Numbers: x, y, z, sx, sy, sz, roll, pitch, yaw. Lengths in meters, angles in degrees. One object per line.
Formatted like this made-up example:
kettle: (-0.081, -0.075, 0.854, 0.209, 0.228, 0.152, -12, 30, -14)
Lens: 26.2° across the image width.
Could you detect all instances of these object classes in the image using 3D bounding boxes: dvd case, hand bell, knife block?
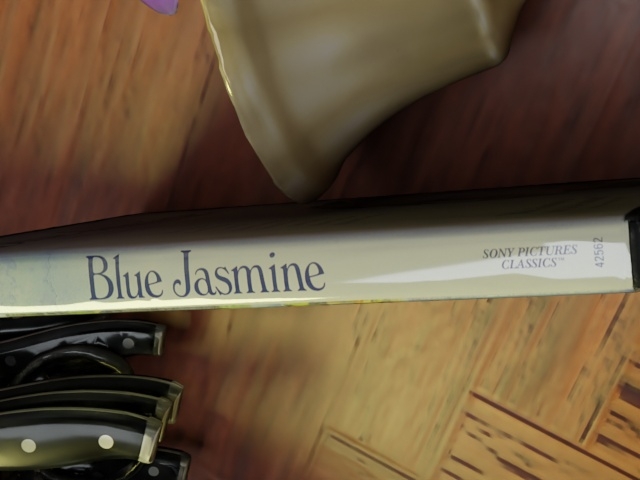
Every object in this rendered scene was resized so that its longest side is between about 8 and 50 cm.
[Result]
dvd case: (0.000, 0.000, 0.466, 0.253, 0.180, 0.022, -4, 95, 24)
hand bell: (0.092, -0.100, 0.450, 0.242, 0.126, 0.126, -13, 102, 15)
knife block: (-0.197, 0.100, 0.557, 0.242, 0.276, 0.088, 11, 115, 51)

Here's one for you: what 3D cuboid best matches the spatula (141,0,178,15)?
spatula: (-0.171, -0.167, 0.452, 0.296, 0.030, 0.084, 27, 157, 0)
